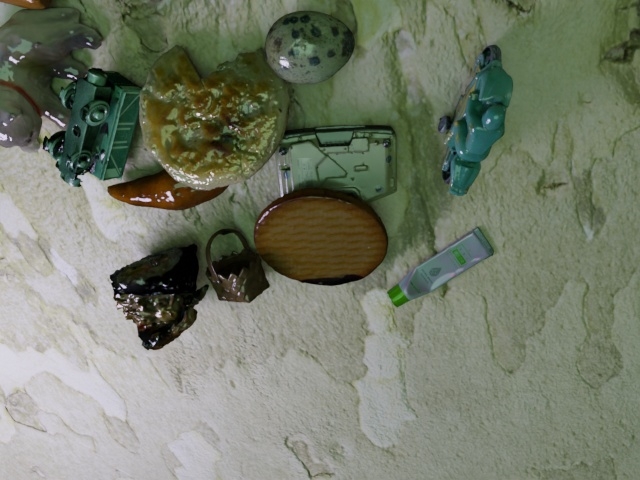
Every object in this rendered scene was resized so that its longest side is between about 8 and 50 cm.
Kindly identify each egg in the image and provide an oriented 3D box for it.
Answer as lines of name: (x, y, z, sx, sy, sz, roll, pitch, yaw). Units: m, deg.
egg: (-0.021, -0.386, 1.093, 0.182, 0.141, 0.141, -7, 115, -4)

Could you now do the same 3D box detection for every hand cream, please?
hand cream: (0.294, 0.075, 1.354, 0.275, 0.050, 0.079, -34, 136, 13)

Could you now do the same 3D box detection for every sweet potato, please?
sweet potato: (-0.320, -0.127, 1.259, 0.359, 0.112, 0.112, -17, 113, 10)

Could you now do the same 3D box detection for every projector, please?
projector: (0.036, -0.155, 1.230, 0.270, 0.088, 0.193, -2, 113, 5)

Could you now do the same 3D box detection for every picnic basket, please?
picnic basket: (-0.212, 0.058, 1.325, 0.138, 0.128, 0.178, -1, 114, 37)

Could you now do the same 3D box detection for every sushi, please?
sushi: (-0.380, 0.140, 1.323, 0.225, 0.238, 0.218, -17, 97, 4)

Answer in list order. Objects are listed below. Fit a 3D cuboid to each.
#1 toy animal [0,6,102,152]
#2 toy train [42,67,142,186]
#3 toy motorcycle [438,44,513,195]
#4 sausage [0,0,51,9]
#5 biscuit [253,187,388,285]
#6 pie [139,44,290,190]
toy animal: (-0.608, -0.337, 1.142, 0.308, 0.188, 0.266, -16, 105, 15)
toy train: (-0.490, -0.246, 1.179, 0.115, 0.154, 0.269, 31, 116, 13)
toy motorcycle: (0.322, -0.237, 1.113, 0.109, 0.198, 0.296, 11, 117, -7)
sausage: (-0.697, -0.548, 1.081, 0.328, 0.112, 0.112, 14, 116, -2)
biscuit: (0.000, 0.000, 1.280, 0.318, 0.040, 0.318, 3, 138, 3)
pie: (-0.224, -0.262, 1.160, 0.338, 0.075, 0.337, 0, 93, 5)
